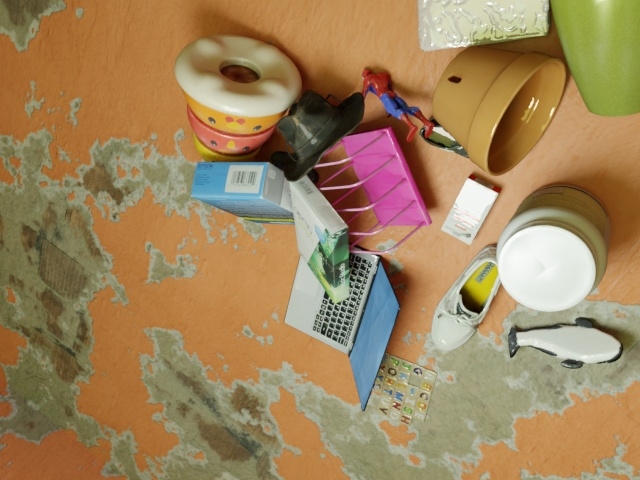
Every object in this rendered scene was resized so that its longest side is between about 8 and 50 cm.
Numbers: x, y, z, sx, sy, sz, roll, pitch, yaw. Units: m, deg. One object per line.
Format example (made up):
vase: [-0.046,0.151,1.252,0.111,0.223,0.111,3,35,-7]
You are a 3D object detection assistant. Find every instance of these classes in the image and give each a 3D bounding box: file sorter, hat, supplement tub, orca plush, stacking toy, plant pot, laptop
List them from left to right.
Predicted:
stacking toy: [-0.265,-0.331,1.766,0.351,0.350,0.479,34,139,14]
hat: [-0.029,-0.315,1.565,0.331,0.331,0.134,-32,115,33]
laptop: [0.045,0.225,1.794,0.408,0.236,0.381,24,117,18]
file sorter: [0.122,-0.125,1.583,0.202,0.182,0.290,3,124,55]
plant pot: [0.403,-0.325,1.393,0.203,0.291,0.290,38,123,30]
supplement tub: [0.551,0.012,1.392,0.236,0.325,0.235,10,112,25]
orca plush: [0.656,0.299,1.579,0.287,0.151,0.102,-13,133,28]
plant pot: [0.634,-0.426,1.250,0.275,0.274,0.293,1,125,28]

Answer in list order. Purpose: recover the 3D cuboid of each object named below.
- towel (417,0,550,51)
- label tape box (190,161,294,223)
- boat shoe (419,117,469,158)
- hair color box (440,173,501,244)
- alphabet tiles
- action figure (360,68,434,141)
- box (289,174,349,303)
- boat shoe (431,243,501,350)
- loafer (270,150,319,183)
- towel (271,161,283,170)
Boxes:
towel: [0.380,-0.639,1.406,0.317,0.053,0.331,2,110,26]
label tape box: [-0.176,-0.133,1.764,0.249,0.348,0.115,3,82,28]
boat shoe: [0.372,-0.254,1.538,0.233,0.079,0.084,23,116,17]
hair color box: [0.407,-0.083,1.596,0.093,0.053,0.167,30,118,14]
alphabet tiles: [0.259,0.489,1.913,0.198,0.009,0.237,19,115,21]
action figure: [0.178,-0.345,1.580,0.280,0.092,0.139,59,148,30]
box: [0.000,0.000,1.651,0.232,0.059,0.322,53,162,35]
boat shoe: [0.404,0.186,1.635,0.136,0.156,0.367,36,120,13]
loafer: [-0.087,-0.222,1.803,0.170,0.061,0.062,29,120,17]
towel: [-0.142,-0.201,1.824,0.067,0.029,0.119,61,157,-3]
